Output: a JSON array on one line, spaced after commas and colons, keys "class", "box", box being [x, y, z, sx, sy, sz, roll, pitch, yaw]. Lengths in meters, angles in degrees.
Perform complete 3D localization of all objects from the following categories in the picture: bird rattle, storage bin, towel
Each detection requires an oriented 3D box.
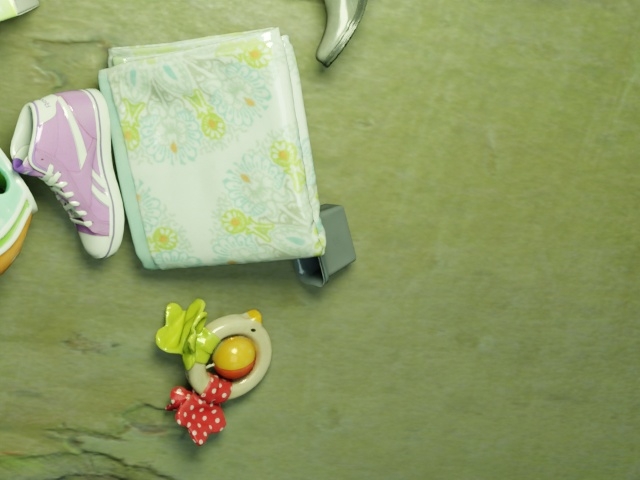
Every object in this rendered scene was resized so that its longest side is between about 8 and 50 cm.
[{"class": "bird rattle", "box": [-0.178, 0.226, 1.485, 0.206, 0.143, 0.254, -18, 110, -21]}, {"class": "storage bin", "box": [0.000, 0.000, 1.474, 0.091, 0.098, 0.135, -24, 109, -31]}, {"class": "towel", "box": [-0.174, -0.138, 1.343, 0.320, 0.090, 0.375, -4, 107, 19]}]

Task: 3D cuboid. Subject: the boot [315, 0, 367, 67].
[{"class": "boot", "box": [0.004, -0.415, 1.336, 0.161, 0.083, 0.247, 24, 94, -8]}]

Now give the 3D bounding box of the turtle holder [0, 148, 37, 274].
[{"class": "turtle holder", "box": [-0.594, -0.067, 1.303, 0.227, 0.243, 0.320, -35, 71, -20]}]

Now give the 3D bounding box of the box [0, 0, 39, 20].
[{"class": "box", "box": [-0.583, -0.309, 1.219, 0.322, 0.232, 0.058, -21, 111, -3]}]

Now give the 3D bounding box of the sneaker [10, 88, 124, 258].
[{"class": "sneaker", "box": [-0.412, -0.091, 1.332, 0.161, 0.102, 0.282, -24, 114, -46]}]
